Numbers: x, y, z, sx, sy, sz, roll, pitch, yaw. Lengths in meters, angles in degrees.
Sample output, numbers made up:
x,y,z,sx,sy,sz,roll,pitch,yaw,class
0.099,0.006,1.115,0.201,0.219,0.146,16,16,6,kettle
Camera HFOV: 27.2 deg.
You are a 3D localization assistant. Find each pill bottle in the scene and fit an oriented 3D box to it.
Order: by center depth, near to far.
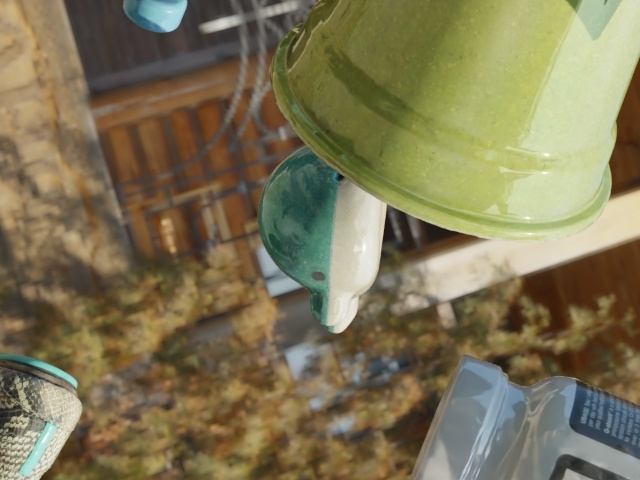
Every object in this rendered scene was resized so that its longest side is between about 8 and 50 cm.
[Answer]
x,y,z,sx,sy,sz,roll,pitch,yaw,class
0.213,0.199,1.004,0.162,0.278,0.162,23,90,-84,pill bottle

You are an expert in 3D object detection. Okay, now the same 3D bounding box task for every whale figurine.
x,y,z,sx,sy,sz,roll,pitch,yaw,class
0.000,0.000,1.517,0.272,0.141,0.216,93,5,-60,whale figurine

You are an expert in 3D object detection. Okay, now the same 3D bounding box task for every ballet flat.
x,y,z,sx,sy,sz,roll,pitch,yaw,class
-0.467,0.202,1.571,0.483,0.182,0.164,7,-22,46,ballet flat

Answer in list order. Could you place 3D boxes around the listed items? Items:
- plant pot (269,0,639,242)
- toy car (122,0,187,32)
x,y,z,sx,sy,sz,roll,pitch,yaw,class
0.133,-0.183,0.934,0.276,0.276,0.254,59,-42,40,plant pot
-0.245,-0.397,1.527,0.210,0.238,0.219,-103,-148,-48,toy car
